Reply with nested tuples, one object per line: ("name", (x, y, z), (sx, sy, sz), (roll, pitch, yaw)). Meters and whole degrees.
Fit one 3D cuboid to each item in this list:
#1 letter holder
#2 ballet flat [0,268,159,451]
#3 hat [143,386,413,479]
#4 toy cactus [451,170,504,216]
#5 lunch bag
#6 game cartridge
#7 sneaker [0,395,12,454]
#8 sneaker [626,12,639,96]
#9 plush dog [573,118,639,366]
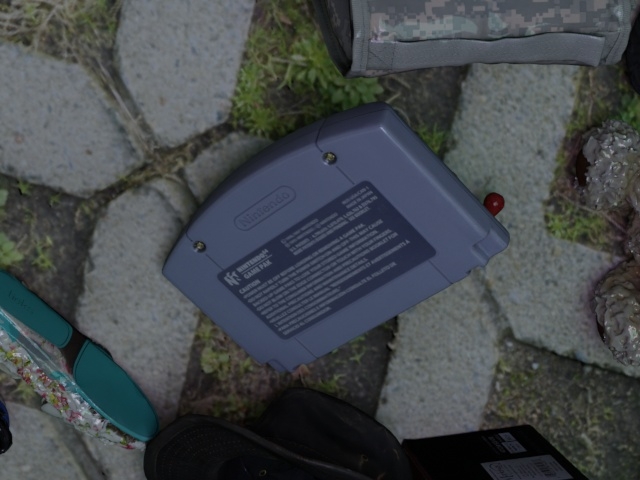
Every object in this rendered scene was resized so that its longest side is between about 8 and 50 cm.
("letter holder", (0.197, 0.343, 1.213), (0.152, 0.302, 0.214), (-5, 104, -12))
("ballet flat", (-0.257, 0.120, 1.179), (0.077, 0.091, 0.241), (-35, 107, 29))
("hat", (0.002, 0.233, 1.204), (0.331, 0.331, 0.134), (41, 54, -19))
("toy cactus", (0.064, 0.001, 1.215), (0.219, 0.112, 0.180), (10, 111, -24))
("lunch bag", (0.113, -0.245, 1.047), (0.235, 0.287, 0.169), (-4, 132, -12))
("game cartridge", (0.000, 0.000, 1.138), (0.297, 0.062, 0.198), (-32, 109, 34))
("sneaker", (-0.346, 0.149, 1.131), (0.058, 0.084, 0.152), (-47, 125, 1))
("sneaker", (0.473, -0.266, 1.220), (0.384, 0.145, 0.147), (-44, 140, 12))
("plush dog", (0.388, 0.004, 1.218), (0.210, 0.225, 0.262), (-12, 105, -10))
